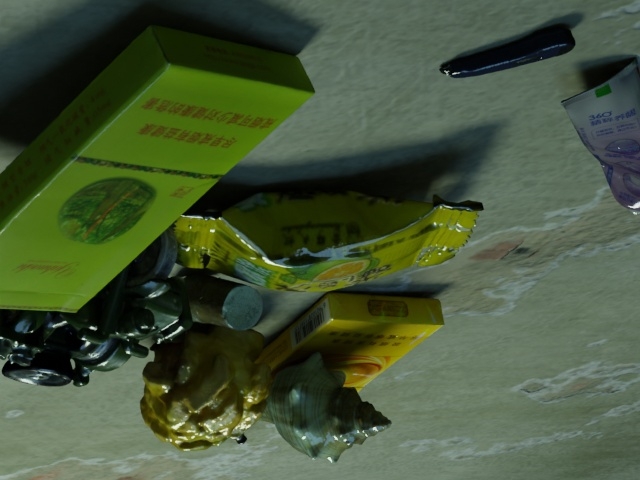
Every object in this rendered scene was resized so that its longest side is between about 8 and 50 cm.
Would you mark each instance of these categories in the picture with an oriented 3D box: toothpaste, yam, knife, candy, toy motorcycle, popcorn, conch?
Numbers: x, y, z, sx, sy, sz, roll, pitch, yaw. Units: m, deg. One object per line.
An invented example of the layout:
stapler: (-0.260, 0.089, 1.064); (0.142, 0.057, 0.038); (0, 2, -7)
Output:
toothpaste: (0.293, -0.091, 1.876); (0.075, 0.048, 0.301); (-5, 158, 14)
yam: (-0.106, 0.063, 1.997); (0.054, 0.054, 0.132); (1, -177, -27)
knife: (0.162, -0.159, 1.677); (0.121, 0.018, 0.031); (-15, 165, 12)
candy: (0.000, 0.000, 1.899); (0.297, 0.081, 0.187); (1, 162, -7)
toy motorcycle: (-0.219, 0.074, 1.916); (0.275, 0.127, 0.205); (-17, 156, 31)
popcorn: (-0.128, 0.161, 2.181); (0.167, 0.152, 0.148); (-36, -167, 0)
conch: (-0.007, 0.190, 2.249); (0.137, 0.114, 0.234); (25, 177, -33)

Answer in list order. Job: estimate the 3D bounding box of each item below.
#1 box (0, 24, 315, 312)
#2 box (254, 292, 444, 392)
box: (-0.177, -0.049, 1.623); (0.335, 0.047, 0.187); (-41, 154, 28)
box: (0.016, 0.133, 2.294); (0.152, 0.043, 0.269); (6, 153, -28)
